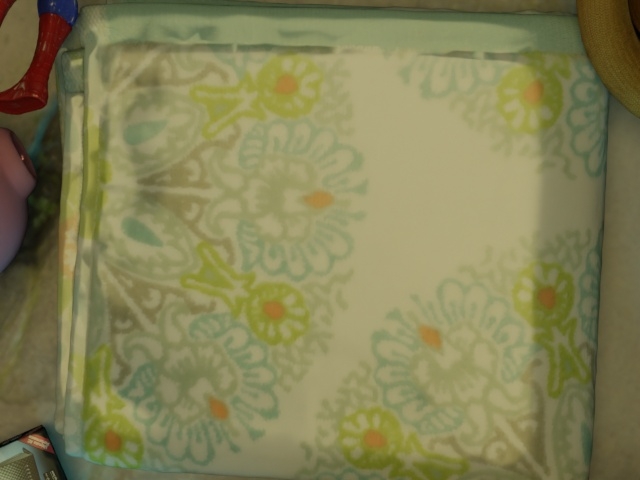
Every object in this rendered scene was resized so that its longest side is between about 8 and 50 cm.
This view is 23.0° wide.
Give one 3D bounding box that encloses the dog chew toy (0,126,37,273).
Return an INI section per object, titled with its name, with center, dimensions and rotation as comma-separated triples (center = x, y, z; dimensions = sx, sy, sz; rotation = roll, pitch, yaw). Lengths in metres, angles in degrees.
[dog chew toy]
center = -0.346, 0.018, 1.055
dimensions = 0.331, 0.206, 0.207
rotation = -28, 90, 0

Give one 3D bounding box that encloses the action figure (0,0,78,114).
[action figure]
center = -0.204, -0.222, 1.049
dimensions = 0.139, 0.091, 0.280
rotation = 1, 62, 33

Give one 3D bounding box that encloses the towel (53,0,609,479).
[towel]
center = 0.000, 0.000, 1.058
dimensions = 0.374, 0.090, 0.321
rotation = 3, 97, 8

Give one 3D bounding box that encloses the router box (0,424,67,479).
[router box]
center = -0.214, 0.203, 1.107
dimensions = 0.092, 0.038, 0.122
rotation = -24, 90, -10

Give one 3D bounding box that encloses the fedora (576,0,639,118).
[fedora]
center = 0.249, -0.158, 1.006
dimensions = 0.194, 0.079, 0.194
rotation = -2, 108, -6
